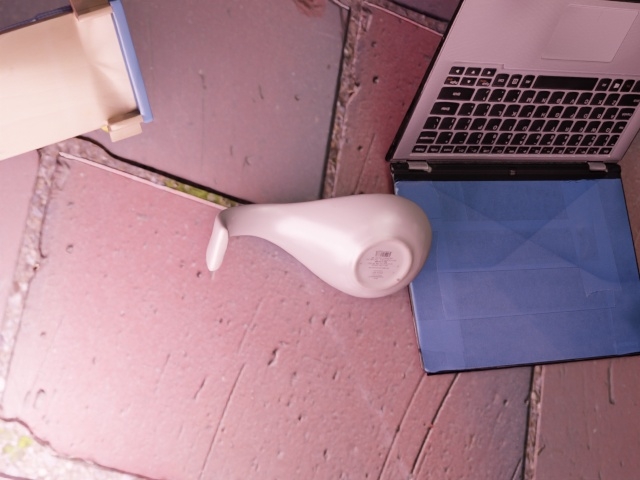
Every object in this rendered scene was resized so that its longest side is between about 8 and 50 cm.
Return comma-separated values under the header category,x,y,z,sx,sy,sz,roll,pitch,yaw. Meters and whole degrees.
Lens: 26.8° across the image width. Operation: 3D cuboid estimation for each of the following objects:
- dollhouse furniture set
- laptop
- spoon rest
category,x,y,z,sx,sy,sz,roll,pitch,yaw
dollhouse furniture set,-0.360,-0.218,1.389,0.286,0.198,0.303,-21,120,-12
laptop,0.304,-0.071,1.646,0.382,0.408,0.236,-2,43,-32
spoon rest,0.000,0.000,1.518,0.276,0.137,0.084,6,30,-25
